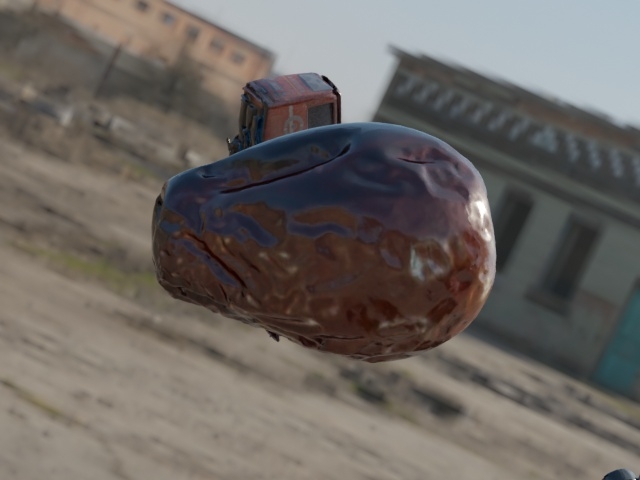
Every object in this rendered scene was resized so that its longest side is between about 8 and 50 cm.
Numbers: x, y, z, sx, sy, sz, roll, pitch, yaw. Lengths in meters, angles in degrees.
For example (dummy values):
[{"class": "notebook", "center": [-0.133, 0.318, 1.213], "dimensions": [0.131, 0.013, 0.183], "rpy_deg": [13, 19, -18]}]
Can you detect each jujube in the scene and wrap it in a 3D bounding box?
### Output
[{"class": "jujube", "center": [0.000, 0.000, 1.267], "dimensions": [0.236, 0.168, 0.168], "rpy_deg": [3, 1, 2]}]

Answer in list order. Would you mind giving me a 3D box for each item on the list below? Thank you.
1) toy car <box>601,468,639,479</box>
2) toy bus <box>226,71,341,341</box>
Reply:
[{"class": "toy car", "center": [0.189, 0.226, 1.246], "dimensions": [0.112, 0.139, 0.112], "rpy_deg": [47, 10, -52]}, {"class": "toy bus", "center": [-0.025, -0.029, 1.641], "dimensions": [0.096, 0.235, 0.073], "rpy_deg": [-13, 30, -16]}]
